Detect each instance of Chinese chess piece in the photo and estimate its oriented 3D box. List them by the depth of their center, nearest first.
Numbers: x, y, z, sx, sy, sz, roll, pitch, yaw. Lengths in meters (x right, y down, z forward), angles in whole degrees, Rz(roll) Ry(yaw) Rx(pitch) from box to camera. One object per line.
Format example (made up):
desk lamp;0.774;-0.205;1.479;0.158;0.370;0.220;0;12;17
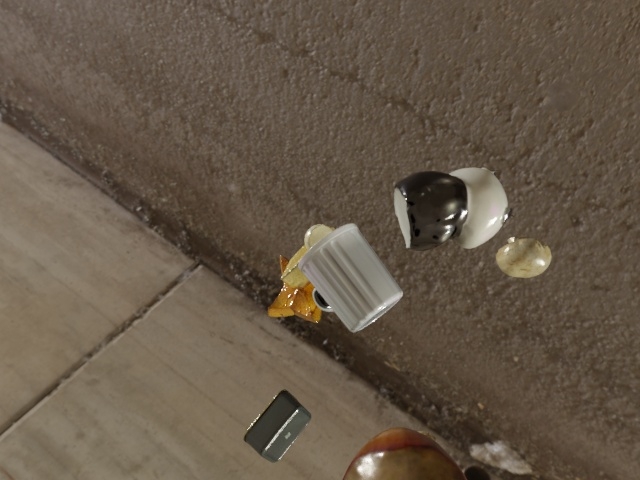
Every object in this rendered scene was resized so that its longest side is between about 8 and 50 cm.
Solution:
Chinese chess piece;0.000;0.000;1.877;0.122;0.122;0.051;55;162;-14

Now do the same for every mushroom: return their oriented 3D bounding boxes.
mushroom;0.645;0.049;1.603;0.166;0.128;0.166;0;161;0

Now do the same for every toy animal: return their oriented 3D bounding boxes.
toy animal;0.385;-0.095;1.466;0.309;0.251;0.251;-13;127;-2

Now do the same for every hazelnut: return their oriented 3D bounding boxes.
hazelnut;0.205;0.622;1.163;0.365;0.366;0.366;25;139;24

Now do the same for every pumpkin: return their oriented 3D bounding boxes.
pumpkin;-0.091;0.214;2.212;0.258;0.291;0.095;4;153;20

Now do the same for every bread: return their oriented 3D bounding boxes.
bread;-0.031;0.072;2.076;0.114;0.185;0.274;41;120;-10

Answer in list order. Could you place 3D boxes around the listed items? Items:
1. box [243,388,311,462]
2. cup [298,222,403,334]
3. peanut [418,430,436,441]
box;-0.130;0.588;1.590;0.090;0.201;0.145;31;160;36
cup;0.071;0.096;1.170;0.202;0.166;0.221;53;167;15
peanut;0.328;0.769;1.924;0.227;0.104;0.086;-9;95;25
